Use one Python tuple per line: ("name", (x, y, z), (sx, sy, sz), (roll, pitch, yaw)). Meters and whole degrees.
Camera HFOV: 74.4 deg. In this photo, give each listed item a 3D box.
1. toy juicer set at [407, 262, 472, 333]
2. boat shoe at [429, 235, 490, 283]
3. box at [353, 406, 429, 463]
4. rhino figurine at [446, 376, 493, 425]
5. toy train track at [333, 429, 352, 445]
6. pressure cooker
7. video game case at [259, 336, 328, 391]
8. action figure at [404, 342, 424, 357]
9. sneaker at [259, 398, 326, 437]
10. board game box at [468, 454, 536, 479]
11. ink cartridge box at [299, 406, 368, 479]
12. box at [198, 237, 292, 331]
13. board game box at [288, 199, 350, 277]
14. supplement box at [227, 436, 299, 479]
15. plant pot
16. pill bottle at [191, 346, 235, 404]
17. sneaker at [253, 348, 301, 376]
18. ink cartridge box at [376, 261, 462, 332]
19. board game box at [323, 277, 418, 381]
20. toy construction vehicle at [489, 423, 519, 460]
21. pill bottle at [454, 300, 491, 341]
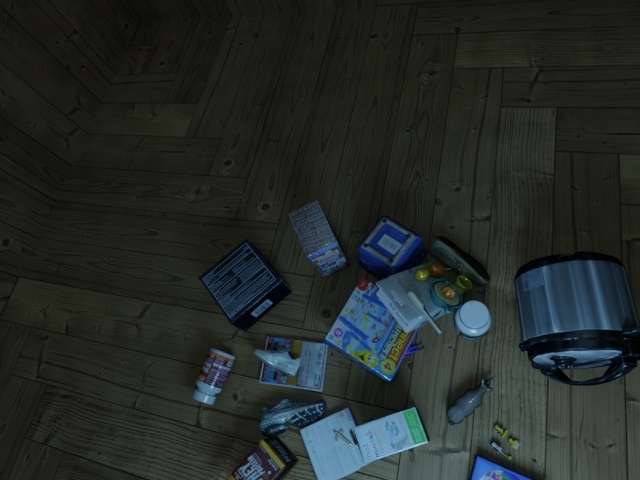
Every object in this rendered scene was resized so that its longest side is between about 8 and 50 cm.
("toy juicer set", (0.444, 0.182, 1.600), (0.209, 0.089, 0.329), (40, 41, 13))
("boat shoe", (0.594, 0.095, 1.804), (0.285, 0.105, 0.089), (47, 123, 31))
("box", (0.265, 0.707, 1.530), (0.231, 0.262, 0.126), (-21, 63, 7))
("rhino figurine", (0.565, 0.597, 1.581), (0.243, 0.106, 0.073), (-41, 64, -4))
("toy train track", (0.086, 0.769, 1.639), (0.083, 0.014, 0.048), (29, 77, 22))
("pressure cooker", (0.892, 0.289, 1.479), (0.376, 0.370, 0.419), (-5, 63, 17))
("video game case", (-0.115, 0.535, 1.839), (0.286, 0.025, 0.203), (2, 69, 16))
("action figure", (0.370, 0.456, 1.740), (0.115, 0.030, 0.038), (-25, 68, 6))
("sneaker", (-0.117, 0.693, 1.727), (0.283, 0.110, 0.122), (-16, 37, -5))
("board game box", (0.603, 0.956, 1.432), (0.234, 0.078, 0.346), (17, 73, 21))
("ink cartridge box", (0.060, 0.810, 1.662), (0.224, 0.045, 0.223), (-26, 64, 2))
("box", (-0.345, 0.205, 1.956), (0.296, 0.182, 0.294), (-40, 64, -6))
("board game box", (0.000, 0.000, 1.889), (0.141, 0.291, 0.231), (-26, 64, 3))
("supplement box", (-0.215, 0.881, 1.623), (0.129, 0.194, 0.191), (39, 82, 26))
("plant pot", (0.305, 0.044, 1.831), (0.236, 0.212, 0.236), (35, 79, 25))
("pill bottle", (-0.473, 0.596, 1.858), (0.121, 0.121, 0.221), (15, 72, 21))
("sneaker", (-0.185, 0.504, 1.825), (0.212, 0.080, 0.094), (21, 63, 15))
("ink cartridge box", (0.371, 0.228, 1.675), (0.354, 0.119, 0.207), (-12, 54, -38))
("board game box", (0.217, 0.359, 1.717), (0.302, 0.086, 0.308), (31, 69, 6))
("toy construction vehicle", (0.665, 0.737, 1.539), (0.098, 0.035, 0.086), (32, 68, 22))
("pill bottle", (0.588, 0.309, 1.629), (0.131, 0.229, 0.131), (-6, 66, 13))
